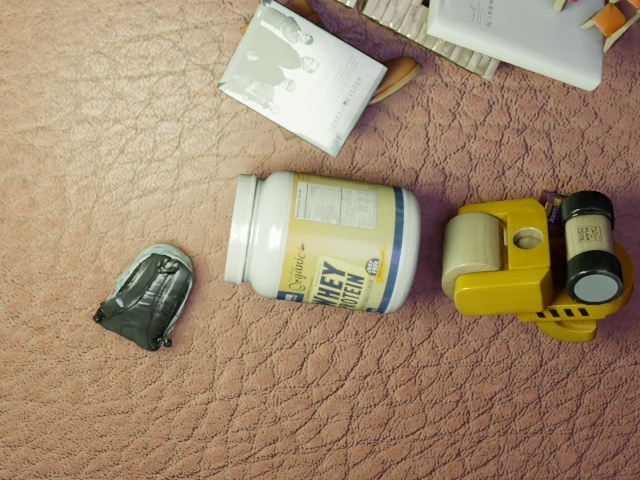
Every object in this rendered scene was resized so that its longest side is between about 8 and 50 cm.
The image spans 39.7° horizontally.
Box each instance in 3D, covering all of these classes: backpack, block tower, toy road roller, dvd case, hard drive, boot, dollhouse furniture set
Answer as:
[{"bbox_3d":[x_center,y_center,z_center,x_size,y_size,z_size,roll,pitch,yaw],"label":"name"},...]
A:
[{"bbox_3d":[-0.311,0.093,1.619,0.152,0.115,0.182,29,100,-21],"label":"backpack"},{"bbox_3d":[0.176,-0.387,1.540,0.336,0.091,0.097,24,102,-8],"label":"block tower"},{"bbox_3d":[0.392,0.069,1.603,0.330,0.202,0.240,-4,136,14],"label":"toy road roller"},{"bbox_3d":[-0.032,-0.274,1.497,0.239,0.029,0.179,30,107,-2],"label":"dvd case"},{"bbox_3d":[0.335,-0.388,1.503,0.308,0.040,0.203,16,65,-13],"label":"hard drive"},{"bbox_3d":[0.015,-0.326,1.551,0.283,0.109,0.220,-22,100,10],"label":"boot"},{"bbox_3d":[0.477,-0.493,1.463,0.259,0.135,0.262,-41,86,-13],"label":"dollhouse furniture set"}]

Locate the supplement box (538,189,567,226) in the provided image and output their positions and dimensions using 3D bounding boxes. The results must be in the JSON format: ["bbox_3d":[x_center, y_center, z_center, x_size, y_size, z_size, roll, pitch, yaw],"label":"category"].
[{"bbox_3d":[0.451,-0.056,1.658,0.083,0.043,0.055,13,104,-5],"label":"supplement box"}]

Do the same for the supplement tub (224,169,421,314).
[{"bbox_3d":[0.000,0.000,1.554,0.316,0.228,0.228,8,103,-5],"label":"supplement tub"}]
